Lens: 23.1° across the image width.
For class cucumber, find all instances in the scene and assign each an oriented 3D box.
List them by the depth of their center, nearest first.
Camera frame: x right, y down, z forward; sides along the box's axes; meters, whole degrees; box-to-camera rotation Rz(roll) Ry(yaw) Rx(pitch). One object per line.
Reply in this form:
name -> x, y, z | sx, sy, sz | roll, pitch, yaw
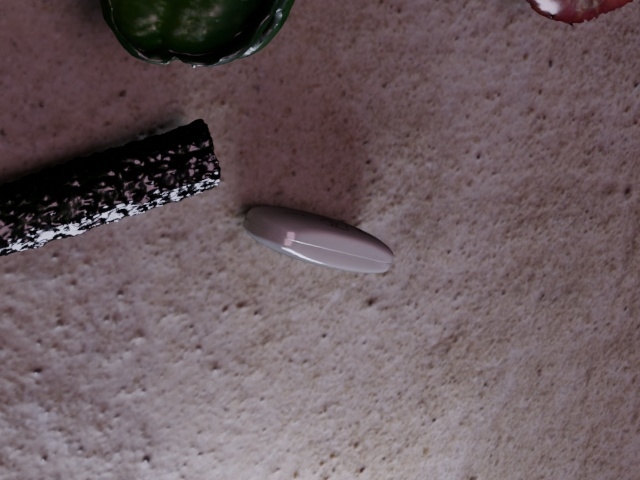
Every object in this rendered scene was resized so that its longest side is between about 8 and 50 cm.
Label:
cucumber -> -0.220, -0.043, 1.427 | 0.300, 0.072, 0.072 | -20, 123, -33

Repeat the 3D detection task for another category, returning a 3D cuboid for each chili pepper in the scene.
chili pepper -> -0.074, -0.330, 1.329 | 0.213, 0.167, 0.385 | 14, 122, -7

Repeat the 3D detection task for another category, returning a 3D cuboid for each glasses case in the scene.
glasses case -> 0.000, 0.000, 1.654 | 0.193, 0.074, 0.049 | 15, 99, -46

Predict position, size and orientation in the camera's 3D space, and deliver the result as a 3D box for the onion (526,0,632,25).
onion -> 0.283, -0.334, 1.724 | 0.184, 0.147, 0.184 | 1, 113, 2
